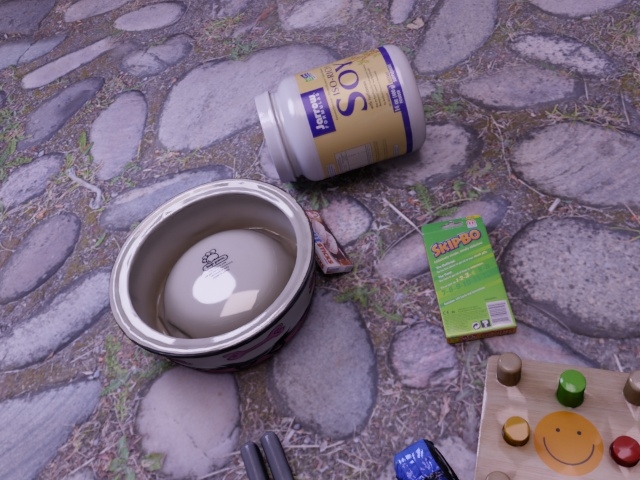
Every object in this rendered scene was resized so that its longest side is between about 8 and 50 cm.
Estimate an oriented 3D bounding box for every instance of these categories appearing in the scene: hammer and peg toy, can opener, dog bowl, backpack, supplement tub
[{"bbox_3d":[0.408,0.307,0.847,0.361,0.127,0.266,6,55,19],"label":"hammer and peg toy"},{"bbox_3d":[-0.058,0.419,0.911,0.075,0.095,0.283,-25,51,-5],"label":"can opener"},{"bbox_3d":[-0.193,0.076,1.181,0.407,0.150,0.408,-8,52,10],"label":"dog bowl"},{"bbox_3d":[0.155,0.365,0.893,0.101,0.098,0.120,-27,52,-1],"label":"backpack"},{"bbox_3d":[0.043,-0.271,1.326,0.331,0.241,0.241,-17,50,2],"label":"supplement tub"}]

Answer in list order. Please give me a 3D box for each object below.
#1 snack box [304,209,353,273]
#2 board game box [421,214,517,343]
[{"bbox_3d":[0.000,0.000,1.249,0.064,0.022,0.178,-4,43,-31],"label":"snack box"},{"bbox_3d":[0.273,0.065,1.133,0.124,0.039,0.260,-11,54,7],"label":"board game box"}]
